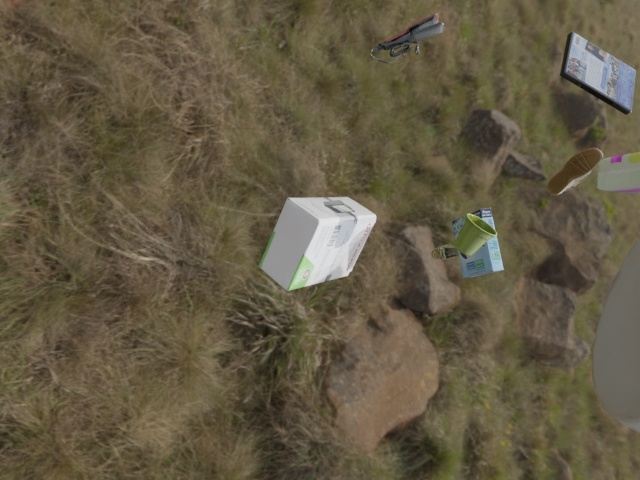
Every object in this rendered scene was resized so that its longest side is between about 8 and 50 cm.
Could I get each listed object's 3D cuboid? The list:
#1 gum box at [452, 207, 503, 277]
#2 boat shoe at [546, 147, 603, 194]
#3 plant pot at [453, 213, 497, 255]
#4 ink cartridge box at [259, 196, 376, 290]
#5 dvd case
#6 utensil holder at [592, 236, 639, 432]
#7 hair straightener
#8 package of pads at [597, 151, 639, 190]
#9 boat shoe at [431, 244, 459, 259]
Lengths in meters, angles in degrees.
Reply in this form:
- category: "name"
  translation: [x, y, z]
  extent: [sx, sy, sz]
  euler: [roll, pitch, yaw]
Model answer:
- category: "gum box"
  translation: [0.470, 0.012, 1.487]
  extent: [0.041, 0.157, 0.185]
  euler: [-7, 80, -17]
- category: "boat shoe"
  translation: [0.696, -0.189, 1.343]
  extent: [0.059, 0.170, 0.063]
  euler: [-11, 65, -37]
- category: "plant pot"
  translation: [0.359, -0.008, 1.167]
  extent: [0.083, 0.083, 0.079]
  euler: [-6, 133, -52]
- category: "ink cartridge box"
  translation: [0.000, 0.000, 1.260]
  extent: [0.272, 0.114, 0.199]
  euler: [-8, 128, -55]
- category: "dvd case"
  translation: [0.848, -0.510, 1.503]
  extent: [0.252, 0.022, 0.181]
  euler: [26, 66, -9]
- category: "utensil holder"
  translation: [0.558, 0.137, 0.528]
  extent: [0.327, 0.385, 0.328]
  euler: [22, 90, -78]
- category: "hair straightener"
  translation: [0.256, -0.581, 1.440]
  extent: [0.047, 0.230, 0.089]
  euler: [70, -3, -64]
- category: "package of pads"
  translation: [0.896, -0.169, 1.226]
  extent: [0.228, 0.296, 0.101]
  euler: [3, 91, -16]
- category: "boat shoe"
  translation: [0.500, 0.046, 1.915]
  extent: [0.048, 0.152, 0.056]
  euler: [-15, 98, -58]
